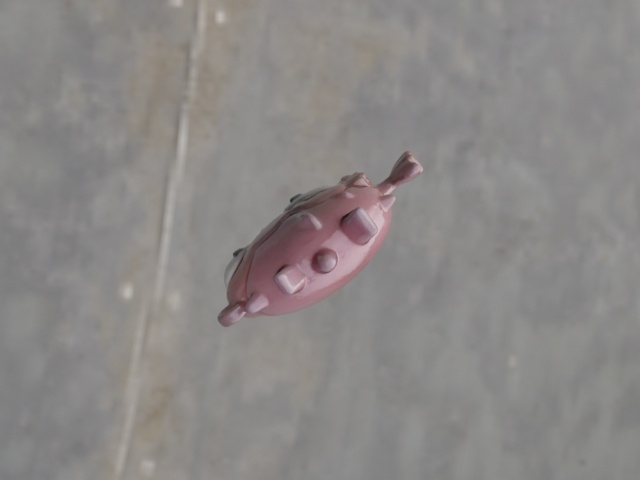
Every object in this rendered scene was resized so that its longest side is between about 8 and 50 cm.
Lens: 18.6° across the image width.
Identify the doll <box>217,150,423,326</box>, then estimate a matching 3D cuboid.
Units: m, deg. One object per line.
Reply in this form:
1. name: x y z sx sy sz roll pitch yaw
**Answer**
1. doll: 0.000 0.000 1.936 0.262 0.211 0.093 -39 103 -8
